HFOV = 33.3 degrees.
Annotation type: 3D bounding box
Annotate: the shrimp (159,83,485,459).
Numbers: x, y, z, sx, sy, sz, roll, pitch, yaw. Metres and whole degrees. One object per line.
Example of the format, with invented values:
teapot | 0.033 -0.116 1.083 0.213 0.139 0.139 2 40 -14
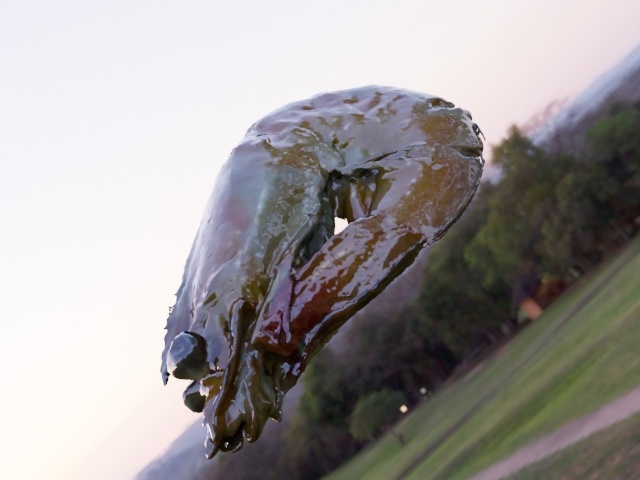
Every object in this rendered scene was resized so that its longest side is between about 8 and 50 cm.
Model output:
shrimp | 0.000 -0.001 0.556 0.154 0.062 0.294 0 42 22
